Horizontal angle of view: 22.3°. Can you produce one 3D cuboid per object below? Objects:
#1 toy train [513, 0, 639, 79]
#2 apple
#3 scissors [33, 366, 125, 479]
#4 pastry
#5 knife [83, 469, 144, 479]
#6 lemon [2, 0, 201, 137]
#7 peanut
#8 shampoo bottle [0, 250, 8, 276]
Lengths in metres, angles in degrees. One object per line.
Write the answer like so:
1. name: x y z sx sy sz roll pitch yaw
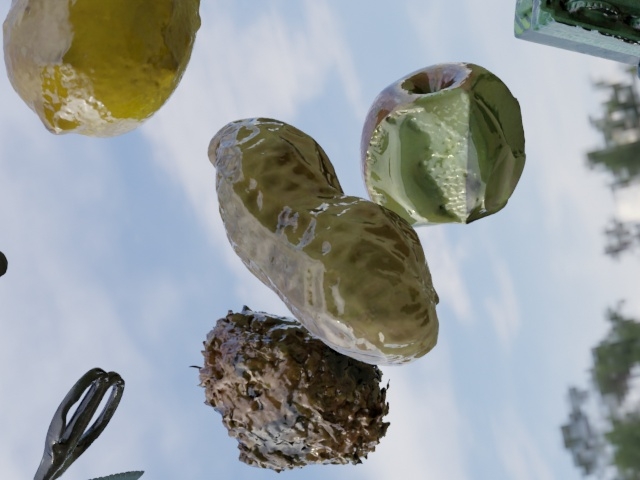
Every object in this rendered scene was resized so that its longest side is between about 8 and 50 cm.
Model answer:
1. toy train: 0.372 -0.266 1.915 0.178 0.330 0.138 144 135 -69
2. apple: 0.144 -0.116 1.949 0.174 0.207 0.188 -129 28 -68
3. scissors: -0.295 0.266 1.699 0.300 0.022 0.109 -61 -20 -1
4. pastry: -0.038 0.199 2.070 0.192 0.275 0.275 -70 -21 -3
5. knife: -0.414 0.408 2.611 0.313 0.044 0.019 -8 -140 -41
6. lemon: -0.267 -0.251 1.981 0.233 0.234 0.288 54 -131 -53
7. peanut: 0.000 0.000 1.247 0.233 0.110 0.197 42 -172 24
8. shampoo bottle: -0.377 0.042 1.703 0.040 0.165 0.080 54 -129 -12
